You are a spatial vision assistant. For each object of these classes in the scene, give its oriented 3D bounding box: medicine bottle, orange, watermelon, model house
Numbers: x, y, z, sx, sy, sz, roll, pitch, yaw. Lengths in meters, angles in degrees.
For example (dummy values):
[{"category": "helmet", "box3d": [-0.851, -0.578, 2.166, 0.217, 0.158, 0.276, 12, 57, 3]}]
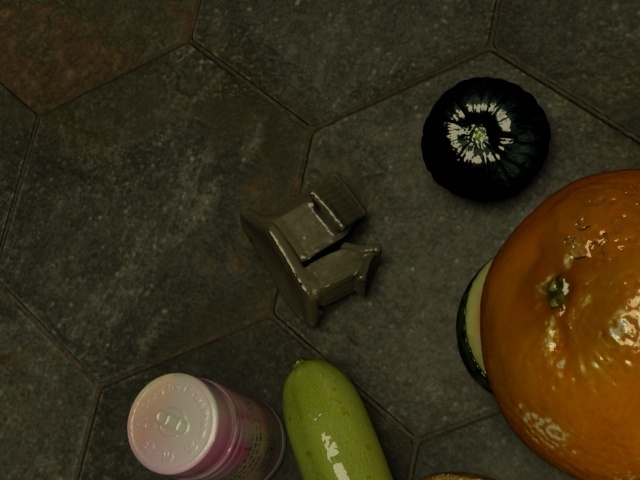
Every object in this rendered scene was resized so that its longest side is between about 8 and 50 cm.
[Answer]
[{"category": "medicine bottle", "box3d": [-0.167, 0.293, 1.653, 0.152, 0.254, 0.152, -7, 71, 20]}, {"category": "orange", "box3d": [0.396, 0.112, 1.428, 0.424, 0.326, 0.423, -17, 63, 37]}, {"category": "watermelon", "box3d": [0.266, 0.124, 1.656, 0.119, 0.063, 0.245, 4, 69, 3]}, {"category": "model house", "box3d": [-0.005, 0.001, 1.767, 0.188, 0.122, 0.229, -32, 78, -5]}]

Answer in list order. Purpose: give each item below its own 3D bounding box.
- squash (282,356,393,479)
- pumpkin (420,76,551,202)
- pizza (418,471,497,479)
[{"category": "squash", "box3d": [0.018, 0.290, 1.654, 0.133, 0.132, 0.247, -25, 64, 12]}, {"category": "pumpkin", "box3d": [0.256, -0.157, 1.703, 0.202, 0.140, 0.201, 0, 89, 18]}, {"category": "pizza", "box3d": [0.211, 0.436, 1.571, 0.188, 0.062, 0.198, 8, 81, 36]}]
